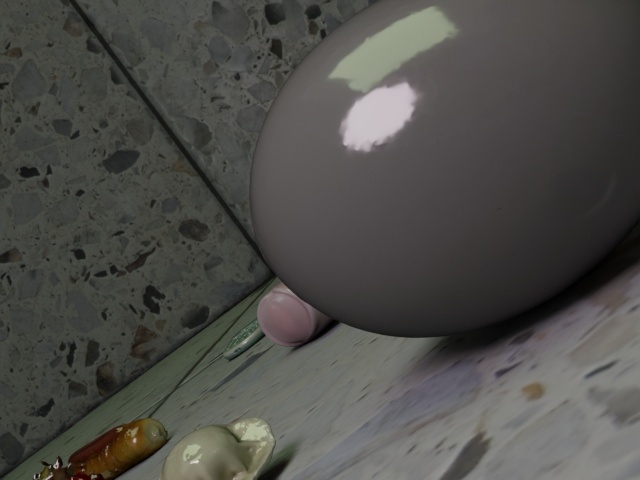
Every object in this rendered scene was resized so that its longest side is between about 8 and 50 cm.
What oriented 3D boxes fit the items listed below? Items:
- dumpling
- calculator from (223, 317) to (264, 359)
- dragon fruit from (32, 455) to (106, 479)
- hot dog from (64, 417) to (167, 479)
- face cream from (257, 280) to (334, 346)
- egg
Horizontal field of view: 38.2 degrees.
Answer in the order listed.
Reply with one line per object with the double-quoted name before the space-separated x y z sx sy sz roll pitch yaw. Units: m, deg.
"dumpling" -0.059 0.138 0.529 0.076 0.057 0.052 -9 -55 -38
"calculator" -0.099 0.135 1.384 0.095 0.021 0.153 -36 3 22
"dragon fruit" -0.227 0.220 0.647 0.192 0.092 0.122 -36 2 8
"hot dog" -0.249 0.247 1.036 0.216 0.047 0.066 -35 0 35
"face cream" 0.045 0.013 1.008 0.269 0.073 0.107 -38 -2 -36
"egg" 0.073 -0.046 0.471 0.232 0.176 0.176 -33 4 28
